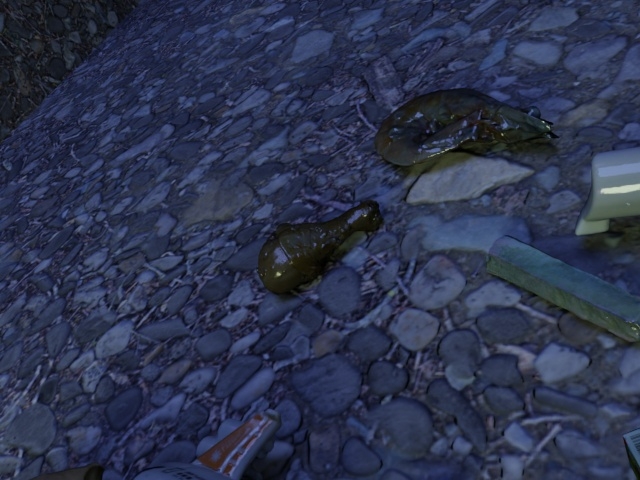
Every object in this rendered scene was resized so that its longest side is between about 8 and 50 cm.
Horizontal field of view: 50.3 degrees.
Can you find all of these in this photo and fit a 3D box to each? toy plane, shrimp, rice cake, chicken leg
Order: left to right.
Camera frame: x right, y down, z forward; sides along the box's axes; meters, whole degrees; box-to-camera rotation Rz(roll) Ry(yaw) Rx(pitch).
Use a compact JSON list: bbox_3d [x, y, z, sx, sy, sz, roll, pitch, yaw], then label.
[{"bbox_3d":[-0.105,0.265,0.634,0.245,0.117,0.244,-20,38,16],"label":"toy plane"},{"bbox_3d":[-0.001,-0.002,0.934,0.198,0.069,0.085,-30,35,-10],"label":"chicken leg"},{"bbox_3d":[0.191,-0.157,0.986,0.164,0.062,0.317,-47,33,-15],"label":"shrimp"},{"bbox_3d":[0.252,0.047,0.705,0.043,0.034,0.211,-32,33,-17],"label":"rice cake"}]

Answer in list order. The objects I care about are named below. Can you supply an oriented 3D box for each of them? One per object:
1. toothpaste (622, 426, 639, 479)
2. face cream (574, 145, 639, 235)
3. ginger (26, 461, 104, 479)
[{"bbox_3d":[0.267,0.208,0.483,0.034,0.046,0.164,-22,36,10],"label":"toothpaste"},{"bbox_3d":[0.418,-0.071,0.628,0.370,0.145,0.145,-8,41,30],"label":"face cream"},{"bbox_3d":[-0.305,0.339,0.668,0.267,0.152,0.138,-48,34,-13],"label":"ginger"}]
